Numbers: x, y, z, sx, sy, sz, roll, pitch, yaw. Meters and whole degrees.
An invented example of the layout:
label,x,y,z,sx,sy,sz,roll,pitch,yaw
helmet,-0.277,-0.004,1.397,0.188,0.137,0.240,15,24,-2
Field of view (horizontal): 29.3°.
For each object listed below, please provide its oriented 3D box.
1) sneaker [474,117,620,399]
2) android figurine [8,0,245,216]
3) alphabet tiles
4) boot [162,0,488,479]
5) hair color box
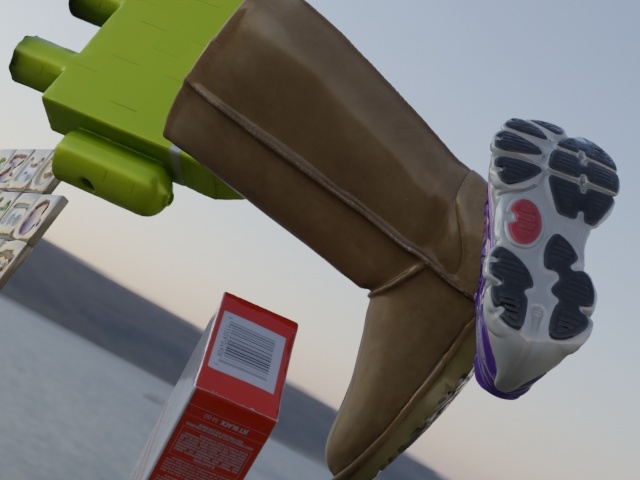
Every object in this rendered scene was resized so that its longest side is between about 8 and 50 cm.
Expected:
label,x,y,z,sx,sy,sz,roll,pitch,yaw
sneaker,0.100,0.004,0.609,0.068,0.170,0.071,22,-41,0
android figurine,-0.101,-0.125,0.974,0.273,0.248,0.056,22,-32,14
alphabet tiles,-0.375,0.017,1.259,0.011,0.285,0.342,44,-20,-28
boot,0.000,0.000,0.820,0.269,0.236,0.089,40,6,12
hair color box,-0.073,0.124,0.722,0.053,0.167,0.093,25,32,-9
